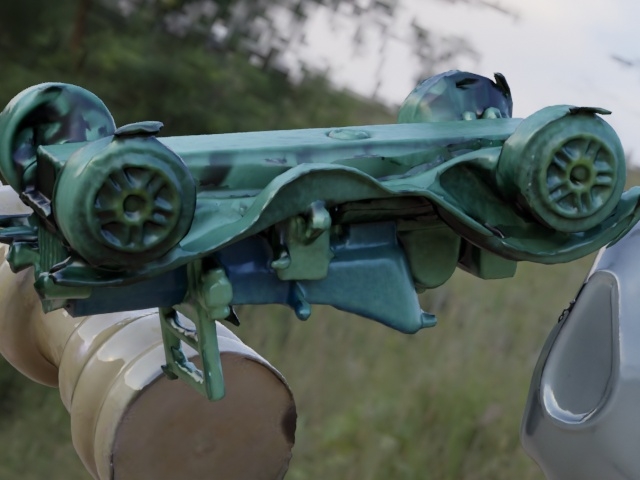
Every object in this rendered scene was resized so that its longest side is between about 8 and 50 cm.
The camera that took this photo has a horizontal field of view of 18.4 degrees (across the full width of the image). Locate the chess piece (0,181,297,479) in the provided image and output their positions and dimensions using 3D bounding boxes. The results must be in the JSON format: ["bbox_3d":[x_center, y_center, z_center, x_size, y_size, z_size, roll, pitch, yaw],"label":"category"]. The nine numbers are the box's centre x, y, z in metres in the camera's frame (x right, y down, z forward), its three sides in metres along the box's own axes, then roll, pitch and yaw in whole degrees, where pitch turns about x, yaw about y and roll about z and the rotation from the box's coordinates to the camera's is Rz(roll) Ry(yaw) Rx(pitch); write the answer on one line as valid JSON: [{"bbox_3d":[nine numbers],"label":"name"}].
[{"bbox_3d":[-0.151,0.035,1.146,0.138,0.124,0.307,2,28,-45],"label":"chess piece"}]

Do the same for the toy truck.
[{"bbox_3d":[-0.001,0.000,0.491,0.154,0.078,0.080,-4,14,-22],"label":"toy truck"}]

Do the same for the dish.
[{"bbox_3d":[0.124,0.047,0.849,0.091,0.137,0.039,17,1,45],"label":"dish"}]
